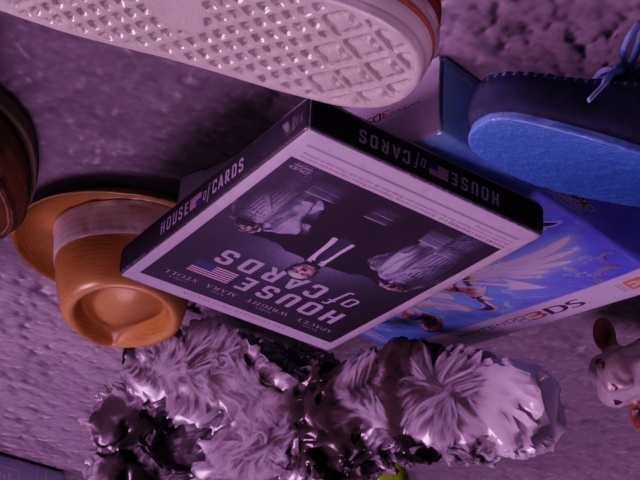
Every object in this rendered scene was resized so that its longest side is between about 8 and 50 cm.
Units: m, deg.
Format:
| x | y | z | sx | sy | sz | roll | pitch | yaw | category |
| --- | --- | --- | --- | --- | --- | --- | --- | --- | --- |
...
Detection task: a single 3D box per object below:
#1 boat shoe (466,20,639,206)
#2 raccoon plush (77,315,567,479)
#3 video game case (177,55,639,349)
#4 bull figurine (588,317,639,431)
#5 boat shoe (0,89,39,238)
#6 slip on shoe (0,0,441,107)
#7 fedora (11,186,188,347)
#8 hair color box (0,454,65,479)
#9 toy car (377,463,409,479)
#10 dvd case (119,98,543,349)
| x | y | z | sx | sy | sz | roll | pitch | yaw | category |
| --- | --- | --- | --- | --- | --- | --- | --- | --- | --- |
| 0.202 | -0.070 | 0.814 | 0.258 | 0.089 | 0.109 | 11 | 165 | -26 | boat shoe |
| 0.011 | 0.205 | 1.168 | 0.446 | 0.216 | 0.299 | 4 | 166 | 25 | raccoon plush |
| 0.076 | -0.006 | 0.971 | 0.244 | 0.061 | 0.269 | -23 | 143 | 38 | video game case |
| 0.373 | 0.109 | 1.120 | 0.310 | 0.101 | 0.188 | 18 | 147 | -26 | bull figurine |
| -0.254 | -0.064 | 0.842 | 0.110 | 0.104 | 0.307 | 0 | 153 | 5 | boat shoe |
| -0.095 | -0.163 | 0.647 | 0.331 | 0.101 | 0.123 | 18 | 151 | -1 | slip on shoe |
| -0.150 | 0.030 | 1.043 | 0.194 | 0.079 | 0.194 | 3 | 153 | 1 | fedora |
| -0.501 | 0.287 | 1.542 | 0.374 | 0.114 | 0.185 | 25 | 145 | -37 | hair color box |
| 0.018 | 0.342 | 1.512 | 0.155 | 0.188 | 0.149 | -1 | 152 | 8 | toy car |
| 0.000 | 0.000 | 0.894 | 0.179 | 0.030 | 0.238 | 22 | 146 | -27 | dvd case |
